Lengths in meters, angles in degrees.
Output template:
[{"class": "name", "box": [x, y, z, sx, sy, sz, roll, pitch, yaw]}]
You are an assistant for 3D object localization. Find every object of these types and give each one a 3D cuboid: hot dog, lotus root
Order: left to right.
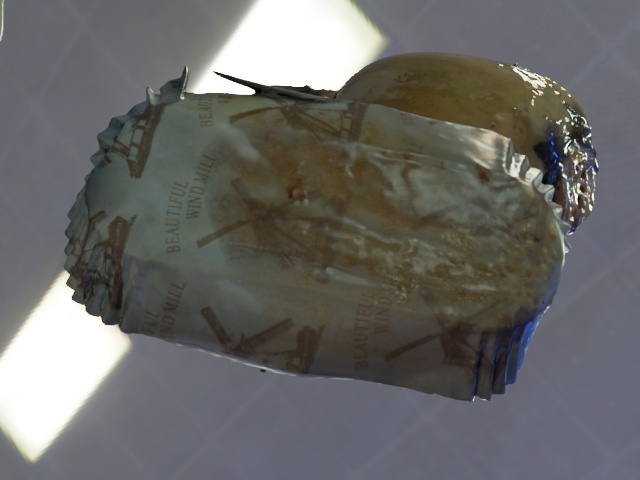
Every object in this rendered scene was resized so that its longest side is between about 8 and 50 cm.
[{"class": "hot dog", "box": [0.000, 0.000, 0.700, 0.270, 0.163, 0.082, 11, -27, -2]}, {"class": "lotus root", "box": [0.089, -0.084, 1.157, 0.309, 0.183, 0.183, 13, -62, 25]}]

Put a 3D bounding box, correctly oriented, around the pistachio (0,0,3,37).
[{"class": "pistachio", "box": [-0.385, -0.189, 1.150, 0.197, 0.288, 0.166, 29, -30, -16]}]
